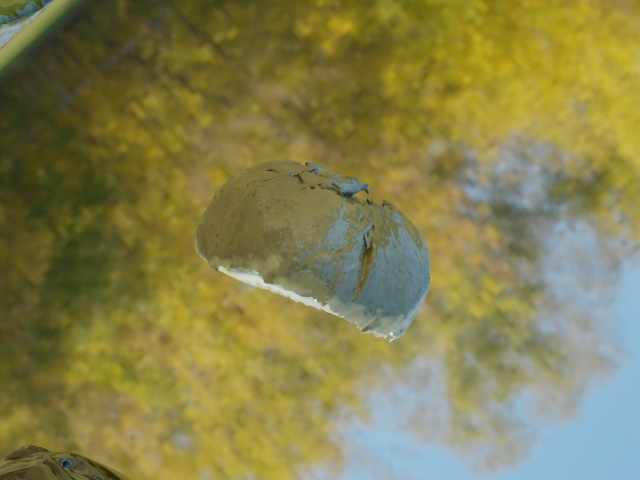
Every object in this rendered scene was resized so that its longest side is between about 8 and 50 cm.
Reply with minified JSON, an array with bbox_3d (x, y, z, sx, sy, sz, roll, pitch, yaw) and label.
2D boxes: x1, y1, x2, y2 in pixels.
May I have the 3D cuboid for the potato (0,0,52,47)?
[{"bbox_3d":[-0.374,-0.202,1.604,0.280,0.212,0.330,-30,-130,33],"label":"potato"}]

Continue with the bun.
[{"bbox_3d":[0.000,0.000,2.031,0.259,0.259,0.152,-171,-79,-79],"label":"bun"}]

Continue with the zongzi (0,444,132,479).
[{"bbox_3d":[-0.089,0.281,1.169,0.160,0.360,0.323,-45,-177,-7],"label":"zongzi"}]
